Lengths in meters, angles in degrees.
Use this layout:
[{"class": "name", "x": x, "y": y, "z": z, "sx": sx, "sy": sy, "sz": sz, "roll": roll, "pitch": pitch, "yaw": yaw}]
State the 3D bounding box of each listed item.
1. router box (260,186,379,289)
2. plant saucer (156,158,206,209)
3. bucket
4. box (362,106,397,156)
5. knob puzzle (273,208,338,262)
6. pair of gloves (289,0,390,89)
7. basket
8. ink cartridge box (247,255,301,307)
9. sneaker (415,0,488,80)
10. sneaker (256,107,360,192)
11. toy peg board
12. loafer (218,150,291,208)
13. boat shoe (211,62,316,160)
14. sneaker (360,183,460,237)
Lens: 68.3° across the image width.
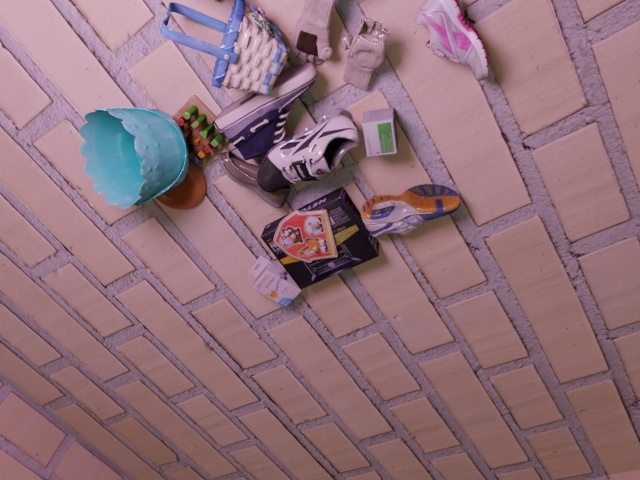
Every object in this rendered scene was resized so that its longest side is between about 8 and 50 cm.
[{"class": "router box", "x": 0.000, "y": 0.000, "z": 1.537, "sx": 0.309, "sy": 0.081, "sz": 0.243, "roll": -25, "pitch": 115, "yaw": 22}, {"class": "plant saucer", "x": -0.469, "y": -0.184, "z": 1.517, "sx": 0.200, "sy": 0.037, "sz": 0.199, "roll": 4, "pitch": 123, "yaw": 6}, {"class": "bucket", "x": -0.526, "y": -0.246, "z": 1.349, "sx": 0.281, "sy": 0.183, "sz": 0.281, "roll": 14, "pitch": 117, "yaw": 29}, {"class": "box", "x": 0.166, "y": -0.301, "z": 1.309, "sx": 0.087, "sy": 0.102, "sz": 0.101, "roll": -5, "pitch": 122, "yaw": 14}, {"class": "knob puzzle", "x": -0.057, "y": -0.006, "z": 1.475, "sx": 0.213, "sy": 0.030, "sz": 0.213, "roll": 4, "pitch": 122, "yaw": 7}, {"class": "pair of gloves", "x": 0.046, "y": -0.493, "z": 1.192, "sx": 0.240, "sy": 0.042, "sz": 0.204, "roll": 25, "pitch": 150, "yaw": -5}, {"class": "basket", "x": -0.238, "y": -0.496, "z": 1.164, "sx": 0.289, "sy": 0.254, "sz": 0.201, "roll": 10, "pitch": 127, "yaw": -21}, {"class": "ink cartridge box", "x": -0.166, "y": 0.147, "z": 1.666, "sx": 0.181, "sy": 0.061, "sz": 0.104, "roll": 33, "pitch": 121, "yaw": -12}, {"class": "sneaker", "x": 0.327, "y": -0.496, "z": 1.170, "sx": 0.111, "sy": 0.103, "sz": 0.252, "roll": -32, "pitch": 106, "yaw": 29}, {"class": "sneaker", "x": -0.037, "y": -0.224, "z": 1.316, "sx": 0.331, "sy": 0.146, "sz": 0.122, "roll": -36, "pitch": 139, "yaw": 15}, {"class": "toy peg board", "x": -0.376, "y": -0.310, "z": 1.398, "sx": 0.161, "sy": 0.079, "sz": 0.161, "roll": -35, "pitch": 111, "yaw": 26}, {"class": "loafer", "x": -0.194, "y": -0.201, "z": 1.440, "sx": 0.251, "sy": 0.094, "sz": 0.087, "roll": 34, "pitch": 118, "yaw": -24}, {"class": "boat shoe", "x": -0.127, "y": -0.352, "z": 1.321, "sx": 0.341, "sy": 0.127, "sz": 0.158, "roll": -19, "pitch": 124, "yaw": 28}, {"class": "sneaker", "x": 0.277, "y": -0.085, "z": 1.445, "sx": 0.297, "sy": 0.111, "sz": 0.131, "roll": -7, "pitch": 139, "yaw": 14}]
